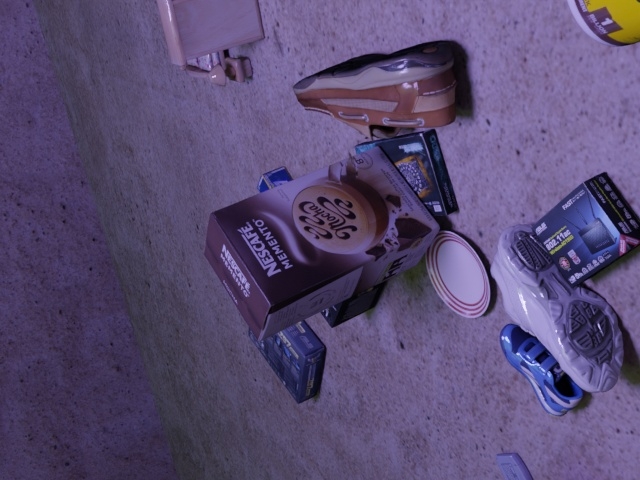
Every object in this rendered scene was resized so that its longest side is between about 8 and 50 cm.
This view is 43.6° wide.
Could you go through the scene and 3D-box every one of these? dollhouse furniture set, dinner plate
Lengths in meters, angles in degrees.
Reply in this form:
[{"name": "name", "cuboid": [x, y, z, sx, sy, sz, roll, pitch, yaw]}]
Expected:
[{"name": "dollhouse furniture set", "cuboid": [-0.279, -0.445, 1.518, 0.355, 0.173, 0.303, 27, 133, 51]}, {"name": "dinner plate", "cuboid": [0.209, 0.049, 1.205, 0.141, 0.017, 0.141, 40, 143, 40]}]

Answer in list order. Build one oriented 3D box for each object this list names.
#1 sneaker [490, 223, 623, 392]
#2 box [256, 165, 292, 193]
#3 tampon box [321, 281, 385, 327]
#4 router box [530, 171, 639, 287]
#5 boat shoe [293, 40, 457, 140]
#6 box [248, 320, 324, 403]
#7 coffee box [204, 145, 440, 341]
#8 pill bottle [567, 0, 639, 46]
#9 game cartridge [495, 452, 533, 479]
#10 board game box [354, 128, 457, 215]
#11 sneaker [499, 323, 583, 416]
[{"name": "sneaker", "cuboid": [0.297, 0.095, 1.026, 0.115, 0.090, 0.232, 104, 144, -60]}, {"name": "box", "cuboid": [-0.058, -0.057, 1.559, 0.169, 0.054, 0.059, 58, 152, 15]}, {"name": "tampon box", "cuboid": [0.042, 0.053, 1.413, 0.120, 0.101, 0.161, 54, 151, 23]}, {"name": "router box", "cuboid": [0.314, -0.010, 0.944, 0.092, 0.038, 0.122, 59, 152, 15]}, {"name": "boat shoe", "cuboid": [0.072, -0.199, 1.144, 0.324, 0.122, 0.120, 10, 123, 59]}, {"name": "box", "cuboid": [-0.083, 0.229, 1.825, 0.233, 0.059, 0.183, 48, 148, 33]}, {"name": "coffee box", "cuboid": [0.000, 0.000, 1.173, 0.168, 0.297, 0.119, 55, 151, 20]}, {"name": "pill bottle", "cuboid": [0.318, -0.242, 0.667, 0.215, 0.117, 0.117, -4, 107, 62]}, {"name": "game cartridge", "cuboid": [0.315, 0.378, 1.277, 0.083, 0.017, 0.056, 64, 156, 4]}, {"name": "board game box", "cuboid": [0.127, -0.098, 1.225, 0.186, 0.026, 0.126, 1, 112, 61]}, {"name": "sneaker", "cuboid": [0.304, 0.170, 1.094, 0.144, 0.053, 0.059, 52, 152, 9]}]
